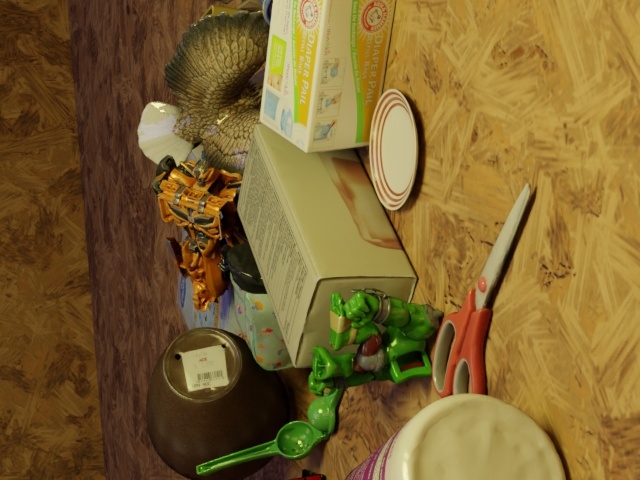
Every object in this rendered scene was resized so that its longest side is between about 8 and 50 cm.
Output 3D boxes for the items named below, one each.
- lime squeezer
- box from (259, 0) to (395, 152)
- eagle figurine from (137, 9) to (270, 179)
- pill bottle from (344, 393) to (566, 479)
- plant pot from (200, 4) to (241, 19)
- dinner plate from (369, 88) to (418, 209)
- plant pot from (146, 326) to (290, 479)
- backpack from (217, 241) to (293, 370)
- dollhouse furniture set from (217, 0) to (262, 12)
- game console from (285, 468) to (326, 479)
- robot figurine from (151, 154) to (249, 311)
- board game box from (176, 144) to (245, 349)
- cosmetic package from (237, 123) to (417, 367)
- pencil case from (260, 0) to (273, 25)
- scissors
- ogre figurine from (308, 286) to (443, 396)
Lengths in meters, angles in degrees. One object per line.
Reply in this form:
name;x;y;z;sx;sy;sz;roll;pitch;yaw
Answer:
lime squeezer;-0.029;0.241;1.771;0.310;0.110;0.058;-41;28;27
box;0.007;-0.222;1.565;0.114;0.103;0.203;37;128;46
eagle figurine;-0.118;-0.193;1.841;0.298;0.226;0.225;-174;102;-75
pill bottle;0.106;0.274;1.281;0.301;0.169;0.169;125;139;-59
plant pot;-0.136;-0.315;2.019;0.081;0.083;0.081;160;108;-69
dinner plate;0.089;-0.106;1.513;0.141;0.017;0.141;178;90;-69
plant pot;-0.154;0.213;1.841;0.230;0.215;0.215;88;171;-66
backpack;-0.058;0.086;1.766;0.115;0.152;0.182;-107;13;-47
dollhouse furniture set;-0.097;-0.419;1.850;0.123;0.144;0.151;172;110;-66
game console;-0.034;0.399;1.815;0.085;0.124;0.144;-7;85;44
robot figurine;-0.144;0.001;1.859;0.211;0.085;0.291;17;145;26
board game box;-0.164;0.047;2.159;0.318;0.066;0.318;-124;37;-55
cosmetic package;0.000;0.000;1.607;0.296;0.129;0.153;-111;29;-44
pencil case;-0.050;-0.393;1.717;0.306;0.119;0.133;-110;31;-41
scissors;0.159;0.052;1.326;0.109;0.021;0.297;-120;32;-56
ogre figurine;0.062;0.119;1.464;0.097;0.118;0.197;-111;28;-52
